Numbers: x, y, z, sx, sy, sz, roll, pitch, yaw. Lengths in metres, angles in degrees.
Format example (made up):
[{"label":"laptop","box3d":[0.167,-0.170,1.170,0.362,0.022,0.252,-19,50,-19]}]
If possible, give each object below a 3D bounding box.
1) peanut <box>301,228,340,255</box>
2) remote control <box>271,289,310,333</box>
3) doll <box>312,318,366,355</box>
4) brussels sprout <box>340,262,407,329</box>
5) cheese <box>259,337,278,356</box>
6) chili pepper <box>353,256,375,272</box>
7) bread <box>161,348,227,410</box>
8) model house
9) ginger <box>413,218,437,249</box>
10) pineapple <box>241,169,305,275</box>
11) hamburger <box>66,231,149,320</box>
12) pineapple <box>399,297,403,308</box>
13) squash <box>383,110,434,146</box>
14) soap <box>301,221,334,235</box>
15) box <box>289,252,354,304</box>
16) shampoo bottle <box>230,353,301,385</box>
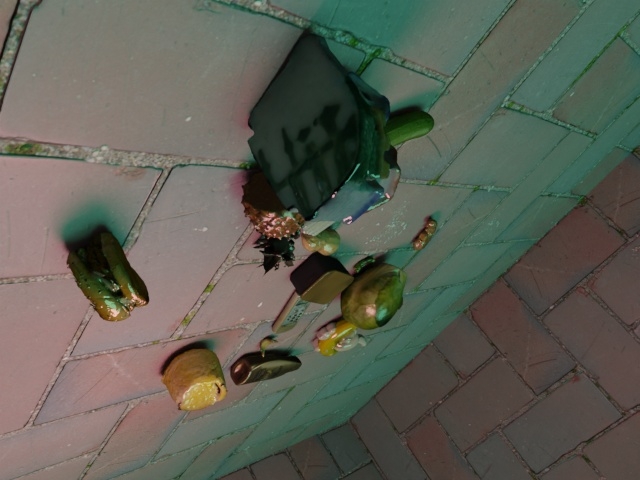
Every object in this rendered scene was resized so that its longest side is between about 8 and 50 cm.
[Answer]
[{"label":"peanut","box3d":[0.000,0.000,1.610,0.082,0.082,0.187,-44,154,16]},{"label":"remote control","box3d":[-0.091,0.243,1.961,0.098,0.038,0.233,-11,144,-43]},{"label":"doll","box3d":[0.087,0.411,2.383,0.252,0.111,0.237,-18,139,-17]},{"label":"brussels sprout","box3d":[0.197,0.202,2.072,0.271,0.210,0.219,-54,158,0]},{"label":"cheese","box3d":[-0.201,0.392,2.071,0.084,0.041,0.060,-54,161,1]},{"label":"chili pepper","box3d":[0.154,0.083,2.012,0.091,0.034,0.030,-31,-173,-14]},{"label":"bread","box3d":[-0.392,0.435,1.761,0.197,0.170,0.197,-20,139,-18]},{"label":"model house","box3d":[0.066,-0.186,1.132,0.252,0.294,0.329,-44,151,26]},{"label":"ginger","box3d":[0.396,-0.028,2.103,0.069,0.051,0.173,-26,148,-32]},{"label":"pineapple","box3d":[-0.101,-0.023,1.360,0.166,0.165,0.364,-28,154,-17]},{"label":"hamburger","box3d":[-0.428,0.078,1.123,0.113,0.177,0.185,-25,180,-9]},{"label":"pineapple","box3d":[0.237,0.294,2.395,0.125,0.125,0.251,-6,151,-47]},{"label":"squash","box3d":[0.195,-0.273,1.406,0.219,0.068,0.077,-25,157,-20]},{"label":"soap","box3d":[0.029,-0.095,1.462,0.198,0.066,0.119,-34,163,15]},{"label":"box","box3d":[0.003,0.122,1.811,0.144,0.090,0.201,-43,153,14]},{"label":"shampoo bottle","box3d":[-0.201,0.493,2.194,0.125,0.084,0.350,-47,153,17]}]
